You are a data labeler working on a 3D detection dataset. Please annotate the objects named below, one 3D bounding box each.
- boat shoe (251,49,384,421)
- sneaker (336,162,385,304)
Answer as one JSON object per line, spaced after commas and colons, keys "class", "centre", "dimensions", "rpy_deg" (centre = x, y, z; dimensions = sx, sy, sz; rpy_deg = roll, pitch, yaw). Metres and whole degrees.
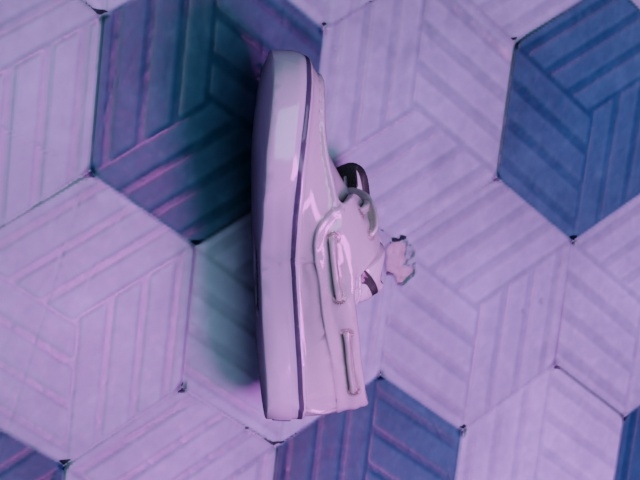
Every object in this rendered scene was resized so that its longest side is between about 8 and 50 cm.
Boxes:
{"class": "boat shoe", "centre": [0.000, 0.000, 1.128], "dimensions": [0.088, 0.096, 0.267], "rpy_deg": [-3, 108, -7]}
{"class": "sneaker", "centre": [0.024, -0.005, 1.195], "dimensions": [0.044, 0.040, 0.109], "rpy_deg": [-18, 117, -43]}
